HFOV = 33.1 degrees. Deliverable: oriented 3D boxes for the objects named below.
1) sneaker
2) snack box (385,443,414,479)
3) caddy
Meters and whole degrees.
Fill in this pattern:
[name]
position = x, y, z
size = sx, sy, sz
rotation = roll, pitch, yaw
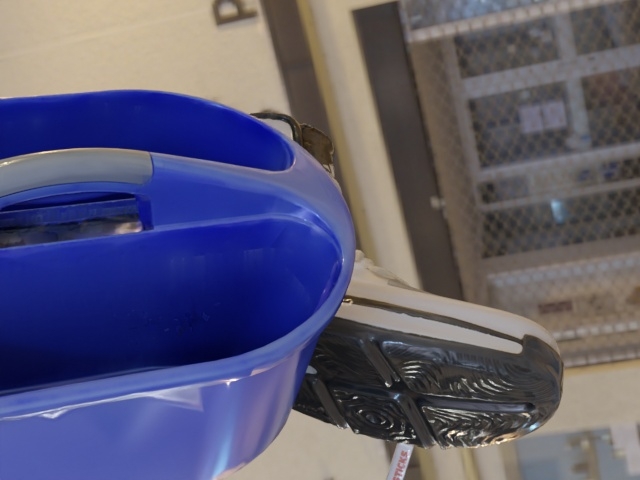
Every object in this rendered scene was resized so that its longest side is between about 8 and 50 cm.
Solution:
[sneaker]
position = -0.001, -0.001, 0.872
size = 0.258, 0.447, 0.169
rotation = -64, -34, -28
[snack box]
position = 0.093, 0.309, 1.368
size = 0.064, 0.022, 0.178
rotation = -61, -13, -61
[caddy]
position = -0.149, 0.019, 0.626
size = 0.179, 0.341, 0.241
rotation = 103, 150, -42
